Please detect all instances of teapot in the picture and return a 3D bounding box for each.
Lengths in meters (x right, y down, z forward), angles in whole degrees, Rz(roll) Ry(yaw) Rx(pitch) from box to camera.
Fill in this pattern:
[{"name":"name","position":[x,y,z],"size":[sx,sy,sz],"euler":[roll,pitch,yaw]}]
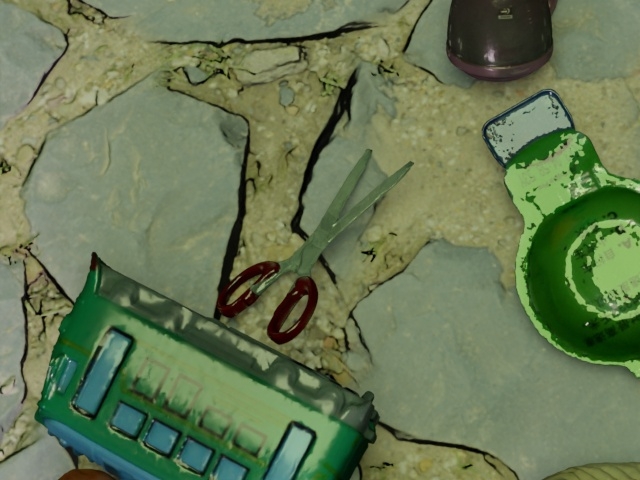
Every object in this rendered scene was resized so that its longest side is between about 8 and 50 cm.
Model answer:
[{"name":"teapot","position":[0.206,-0.256,1.922],"size":[0.148,0.146,0.116],"euler":[-14,36,-14]}]

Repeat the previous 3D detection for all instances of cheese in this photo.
[{"name":"cheese","position":[0.286,-0.007,1.896],"size":[0.204,0.083,0.320],"euler":[-29,79,0]}]

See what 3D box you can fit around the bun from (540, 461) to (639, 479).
[{"name":"bun","position":[0.310,0.383,1.711],"size":[0.352,0.349,0.227],"euler":[2,121,-20]}]

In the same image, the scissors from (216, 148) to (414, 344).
[{"name":"scissors","position":[0.000,0.000,1.919],"size":[0.248,0.017,0.144],"euler":[-50,36,-13]}]

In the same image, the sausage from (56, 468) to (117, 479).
[{"name":"sausage","position":[-0.192,0.349,1.845],"size":[0.113,0.113,0.259],"euler":[-38,78,-4]}]

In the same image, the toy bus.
[{"name":"toy bus","position":[-0.123,0.176,1.841],"size":[0.343,0.183,0.199],"euler":[27,83,11]}]
